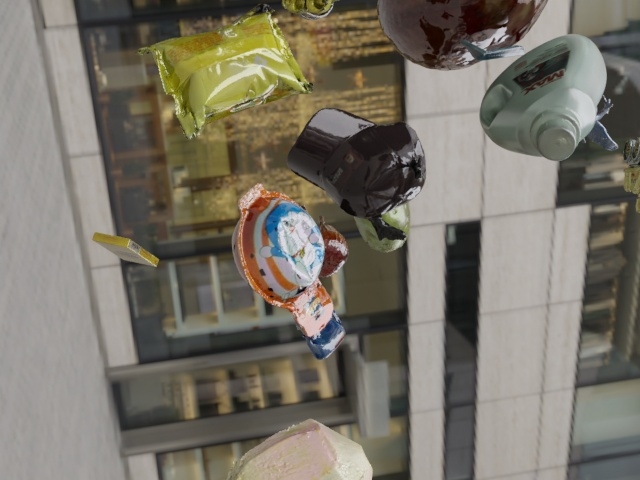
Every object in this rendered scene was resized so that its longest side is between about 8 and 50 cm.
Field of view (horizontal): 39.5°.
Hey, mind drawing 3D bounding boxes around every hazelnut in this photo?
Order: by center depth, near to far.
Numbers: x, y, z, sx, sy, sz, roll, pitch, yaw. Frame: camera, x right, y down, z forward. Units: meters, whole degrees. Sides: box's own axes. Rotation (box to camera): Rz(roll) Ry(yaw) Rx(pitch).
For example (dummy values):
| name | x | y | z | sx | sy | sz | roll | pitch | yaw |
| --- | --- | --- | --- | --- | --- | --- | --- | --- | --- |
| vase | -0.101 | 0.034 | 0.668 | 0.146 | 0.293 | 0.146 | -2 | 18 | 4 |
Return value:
| name | x | y | z | sx | sy | sz | roll | pitch | yaw |
| --- | --- | --- | --- | --- | --- | --- | --- | --- | --- |
| hazelnut | 0.326 | -0.562 | 1.962 | 0.421 | 0.421 | 0.352 | -113 | -179 | -64 |

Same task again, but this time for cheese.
| name | x | y | z | sx | sy | sz | roll | pitch | yaw |
| --- | --- | --- | --- | --- | --- | --- | --- | --- | --- |
| cheese | -0.051 | 0.054 | 1.570 | 0.217 | 0.129 | 0.329 | -46 | 115 | -47 |

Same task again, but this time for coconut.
| name | x | y | z | sx | sy | sz | roll | pitch | yaw |
| --- | --- | --- | --- | --- | --- | --- | --- | --- | --- |
| coconut | -0.026 | 0.427 | 1.526 | 0.233 | 0.245 | 0.233 | 53 | -19 | 28 |

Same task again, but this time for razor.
| name | x | y | z | sx | sy | sz | roll | pitch | yaw |
| --- | --- | --- | --- | --- | --- | --- | --- | --- | --- |
| razor | 0.360 | -0.386 | 1.828 | 0.066 | 0.190 | 0.033 | 37 | -57 | 33 |

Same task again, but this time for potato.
| name | x | y | z | sx | sy | sz | roll | pitch | yaw |
| --- | --- | --- | --- | --- | --- | --- | --- | --- | --- |
| potato | 0.164 | -0.064 | 2.321 | 0.186 | 0.149 | 0.253 | 62 | 1 | 0 |

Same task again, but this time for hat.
| name | x | y | z | sx | sy | sz | roll | pitch | yaw |
| --- | --- | --- | --- | --- | --- | --- | --- | --- | --- |
| hat | 0.102 | -0.134 | 1.923 | 0.238 | 0.336 | 0.209 | -58 | -143 | 28 |

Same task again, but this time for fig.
| name | x | y | z | sx | sy | sz | roll | pitch | yaw |
| --- | --- | --- | --- | --- | --- | --- | --- | --- | --- |
| fig | -0.003 | 0.004 | 2.035 | 0.119 | 0.119 | 0.153 | 98 | -32 | -64 |

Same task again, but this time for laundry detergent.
| name | x | y | z | sx | sy | sz | roll | pitch | yaw |
| --- | --- | --- | --- | --- | --- | --- | --- | --- | --- |
| laundry detergent | 0.420 | -0.246 | 1.688 | 0.124 | 0.264 | 0.398 | 55 | 24 | -19 |

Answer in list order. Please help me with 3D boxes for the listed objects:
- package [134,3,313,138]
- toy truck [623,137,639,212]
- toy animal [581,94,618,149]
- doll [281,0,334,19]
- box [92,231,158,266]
| name | x | y | z | sx | sy | sz | roll | pitch | yaw |
| --- | --- | --- | --- | --- | --- | --- | --- | --- | --- |
| package | -0.134 | -0.245 | 1.271 | 0.168 | 0.226 | 0.090 | 61 | -25 | 13 |
| toy truck | 0.694 | -0.127 | 1.790 | 0.272 | 0.124 | 0.157 | -68 | 164 | -88 |
| toy animal | 0.673 | -0.334 | 2.334 | 0.239 | 0.176 | 0.255 | 49 | -24 | 35 |
| doll | 0.011 | -0.475 | 1.636 | 0.221 | 0.143 | 0.135 | -38 | 128 | -67 |
| box | -0.418 | 0.020 | 1.927 | 0.155 | 0.087 | 0.023 | 53 | 47 | -69 |
